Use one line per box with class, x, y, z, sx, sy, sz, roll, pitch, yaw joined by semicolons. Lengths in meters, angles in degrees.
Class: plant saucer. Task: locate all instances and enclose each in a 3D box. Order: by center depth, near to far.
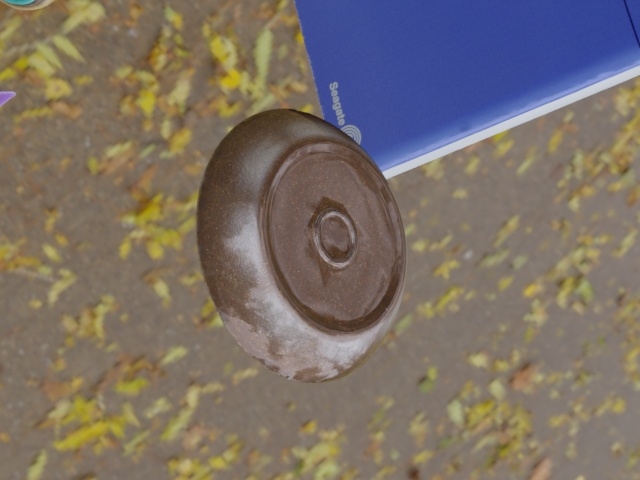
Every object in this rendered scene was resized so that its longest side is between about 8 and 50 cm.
plant saucer;0.000;0.000;0.972;0.199;0.198;0.036;-1;171;-45

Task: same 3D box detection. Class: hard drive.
hard drive;0.136;-0.197;1.207;0.319;0.210;0.040;-22;162;25

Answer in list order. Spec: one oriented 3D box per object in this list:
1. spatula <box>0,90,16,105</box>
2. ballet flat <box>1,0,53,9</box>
spatula;-0.515;-0.185;1.673;0.296;0.030;0.084;12;151;-42
ballet flat;-0.167;-0.251;0.815;0.073;0.080;0.232;-55;164;-52
